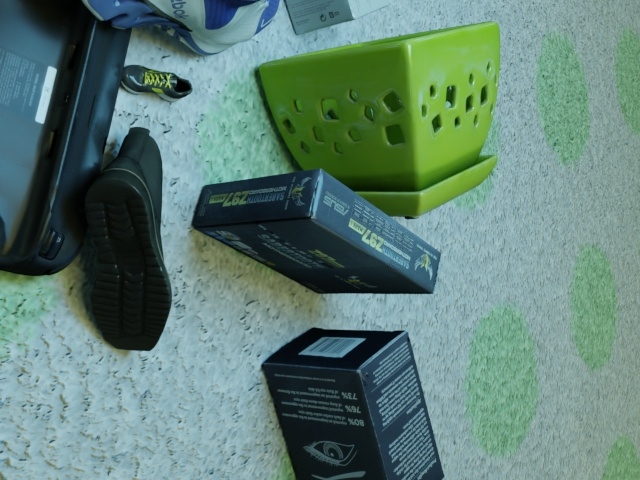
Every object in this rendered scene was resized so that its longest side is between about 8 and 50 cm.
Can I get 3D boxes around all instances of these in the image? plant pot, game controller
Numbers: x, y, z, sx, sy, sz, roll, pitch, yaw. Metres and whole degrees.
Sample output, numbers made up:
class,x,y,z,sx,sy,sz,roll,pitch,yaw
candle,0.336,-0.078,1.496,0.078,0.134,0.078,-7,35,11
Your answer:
class,x,y,z,sx,sy,sz,roll,pitch,yaw
plant pot,0.088,-0.148,0.958,0.228,0.227,0.207,-25,112,-47
game controller,-0.267,-0.133,0.685,0.166,0.067,0.319,17,73,-31

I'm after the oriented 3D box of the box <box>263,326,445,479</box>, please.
class,x,y,z,sx,sy,sz,roll,pitch,yaw
box,0.042,0.221,0.924,0.108,0.153,0.207,-29,110,-46

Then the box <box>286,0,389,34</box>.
class,x,y,z,sx,sy,sz,roll,pitch,yaw
box,0.015,-0.329,0.973,0.087,0.101,0.102,-38,116,-43

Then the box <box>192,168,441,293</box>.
class,x,y,z,sx,sy,sz,roll,pitch,yaw
box,0.000,0.000,0.870,0.232,0.183,0.059,31,65,-44

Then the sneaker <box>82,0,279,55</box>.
class,x,y,z,sx,sy,sz,roll,pitch,yaw
sneaker,-0.081,-0.267,0.755,0.315,0.182,0.128,-27,109,-66

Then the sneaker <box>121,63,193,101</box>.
class,x,y,z,sx,sy,sz,roll,pitch,yaw
sneaker,-0.171,-0.169,0.801,0.083,0.035,0.031,4,83,-48

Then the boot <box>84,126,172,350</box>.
class,x,y,z,sx,sy,sz,roll,pitch,yaw
boot,-0.178,-0.002,0.760,0.137,0.076,0.198,-92,-171,-58
